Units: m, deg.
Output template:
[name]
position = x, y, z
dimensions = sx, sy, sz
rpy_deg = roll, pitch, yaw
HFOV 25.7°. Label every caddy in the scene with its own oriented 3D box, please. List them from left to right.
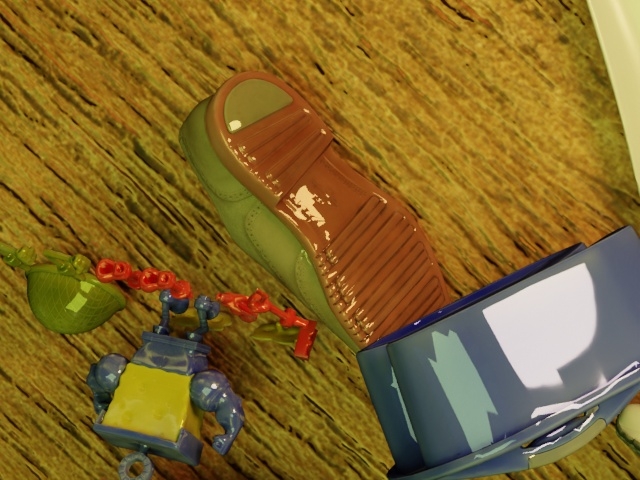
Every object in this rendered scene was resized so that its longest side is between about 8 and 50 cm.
[caddy]
position = 0.202, 0.127, 1.362
dimensions = 0.341, 0.241, 0.179
rpy_deg = -25, 87, -15

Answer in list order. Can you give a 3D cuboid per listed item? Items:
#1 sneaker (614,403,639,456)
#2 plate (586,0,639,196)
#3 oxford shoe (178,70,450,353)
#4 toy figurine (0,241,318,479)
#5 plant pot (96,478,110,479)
[sneaker]
position = 0.445, 0.202, 1.398
dimensions = 0.297, 0.111, 0.129
rpy_deg = 11, 75, 22
[plate]
position = 0.421, -0.178, 1.363
dimensions = 0.278, 0.045, 0.277
rpy_deg = -15, 99, 18
[oxford shoe]
position = 0.000, 0.000, 1.498
dimensions = 0.397, 0.140, 0.146
rpy_deg = 55, 148, -10
[toy figurine]
position = -0.204, 0.148, 1.494
dimensions = 0.362, 0.191, 0.217
rpy_deg = 10, 76, 19
[plant pot]
position = -0.149, 0.445, 1.534
dimensions = 0.267, 0.236, 0.267
rpy_deg = 17, 73, 12
